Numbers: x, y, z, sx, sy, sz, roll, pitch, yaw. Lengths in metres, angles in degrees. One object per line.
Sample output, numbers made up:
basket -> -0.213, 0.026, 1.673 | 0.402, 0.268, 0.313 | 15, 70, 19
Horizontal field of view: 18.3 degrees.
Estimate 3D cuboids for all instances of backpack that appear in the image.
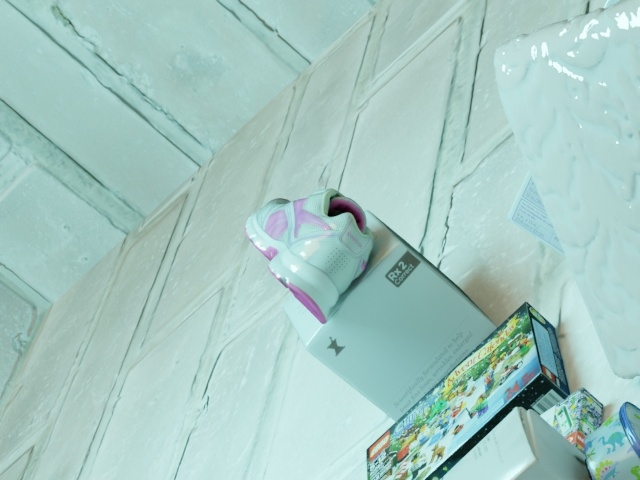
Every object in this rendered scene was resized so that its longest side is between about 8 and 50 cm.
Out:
backpack -> 0.257, 0.175, 1.488 | 0.084, 0.114, 0.105 | -45, 15, 16

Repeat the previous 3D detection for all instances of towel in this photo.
towel -> 0.284, -0.043, 1.608 | 0.053, 0.317, 0.332 | -25, 5, -24

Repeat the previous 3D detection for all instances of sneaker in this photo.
sneaker -> 0.000, 0.000, 2.089 | 0.111, 0.103, 0.252 | -44, 22, 2

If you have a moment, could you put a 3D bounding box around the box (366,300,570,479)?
box -> 0.139, 0.180, 1.930 | 0.233, 0.044, 0.159 | -45, 16, 16

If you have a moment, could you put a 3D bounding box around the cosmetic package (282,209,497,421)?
cosmetic package -> 0.072, 0.083, 2.146 | 0.151, 0.151, 0.184 | -49, 15, 4

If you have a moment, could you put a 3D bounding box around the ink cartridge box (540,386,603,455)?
ink cartridge box -> 0.213, 0.186, 1.743 | 0.063, 0.029, 0.115 | -39, 18, 32

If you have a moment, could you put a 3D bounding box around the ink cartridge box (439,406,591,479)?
ink cartridge box -> 0.138, 0.262, 1.526 | 0.219, 0.160, 0.092 | -46, 17, 14

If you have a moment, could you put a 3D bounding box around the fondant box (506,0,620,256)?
fondant box -> 0.314, -0.162, 1.813 | 0.238, 0.096, 0.330 | -40, -22, -45
